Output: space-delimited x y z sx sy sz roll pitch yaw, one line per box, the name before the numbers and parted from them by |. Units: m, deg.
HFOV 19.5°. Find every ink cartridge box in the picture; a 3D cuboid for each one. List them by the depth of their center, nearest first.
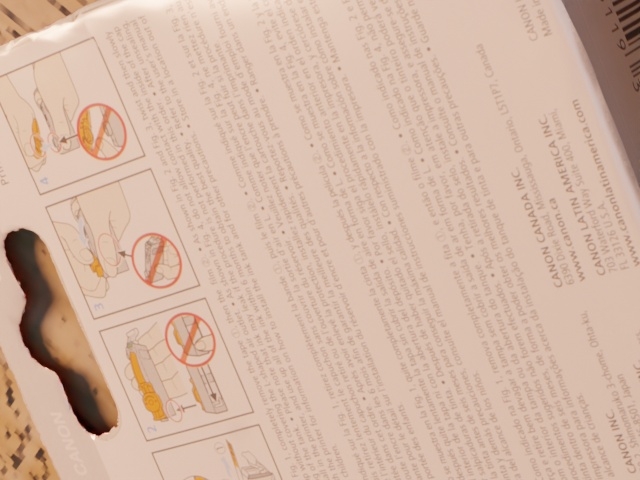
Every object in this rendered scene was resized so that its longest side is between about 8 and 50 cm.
ink cartridge box | 0.000 0.000 0.544 0.225 0.056 0.181 -17 99 35
